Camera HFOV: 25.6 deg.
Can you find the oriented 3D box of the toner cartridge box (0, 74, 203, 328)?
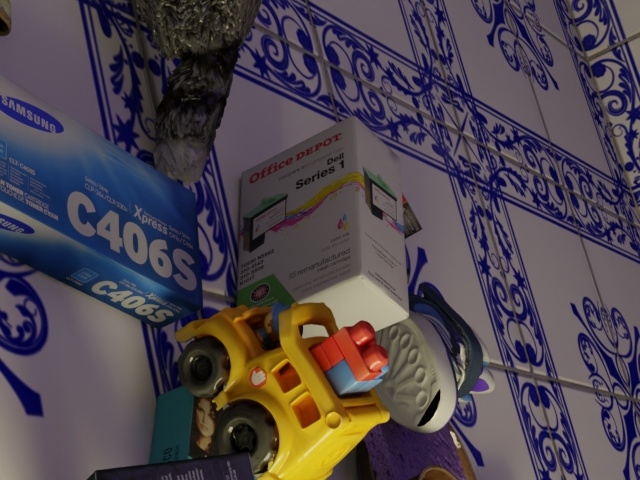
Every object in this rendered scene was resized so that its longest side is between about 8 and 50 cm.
[{"bbox_3d":[-0.271,-0.040,1.557,0.348,0.075,0.165,32,41,-47],"label":"toner cartridge box"}]

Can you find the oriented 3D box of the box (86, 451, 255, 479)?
[{"bbox_3d":[-0.156,0.274,1.350,0.158,0.156,0.093,-3,67,-28],"label":"box"}]

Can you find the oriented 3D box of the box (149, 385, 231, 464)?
[{"bbox_3d":[-0.137,0.283,1.543,0.100,0.060,0.244,43,35,-37],"label":"box"}]

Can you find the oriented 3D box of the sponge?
[{"bbox_3d":[0.131,0.297,1.935,0.210,0.031,0.117,7,61,-60],"label":"sponge"}]

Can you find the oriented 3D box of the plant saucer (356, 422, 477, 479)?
[{"bbox_3d":[0.138,0.353,1.987,0.310,0.050,0.310,40,37,-39],"label":"plant saucer"}]

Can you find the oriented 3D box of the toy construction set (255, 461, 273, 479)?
[{"bbox_3d":[0.001,0.404,1.568,0.215,0.151,0.327,30,42,-27],"label":"toy construction set"}]

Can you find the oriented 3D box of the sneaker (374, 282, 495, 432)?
[{"bbox_3d":[0.180,0.181,1.977,0.236,0.130,0.323,22,16,-29],"label":"sneaker"}]

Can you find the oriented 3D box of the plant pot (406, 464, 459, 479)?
[{"bbox_3d":[0.097,0.384,1.760,0.167,0.165,0.167,42,36,-39],"label":"plant pot"}]

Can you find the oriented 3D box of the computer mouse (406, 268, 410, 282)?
[{"bbox_3d":[0.078,-0.011,2.183,0.193,0.042,0.106,59,7,-4],"label":"computer mouse"}]

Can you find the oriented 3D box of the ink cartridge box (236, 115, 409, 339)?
[{"bbox_3d":[0.000,0.000,1.865,0.117,0.201,0.278,41,35,-39],"label":"ink cartridge box"}]

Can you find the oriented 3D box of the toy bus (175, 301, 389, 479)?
[{"bbox_3d":[-0.025,0.139,1.545,0.149,0.211,0.220,3,50,-57],"label":"toy bus"}]

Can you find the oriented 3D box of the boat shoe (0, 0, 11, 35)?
[{"bbox_3d":[-0.389,-0.262,1.559,0.135,0.050,0.045,14,50,-57],"label":"boat shoe"}]

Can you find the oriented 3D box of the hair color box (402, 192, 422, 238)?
[{"bbox_3d":[0.091,-0.087,2.194,0.167,0.053,0.093,61,3,34],"label":"hair color box"}]

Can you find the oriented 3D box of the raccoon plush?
[{"bbox_3d":[-0.238,-0.325,1.787,0.216,0.299,0.446,95,11,-72],"label":"raccoon plush"}]
